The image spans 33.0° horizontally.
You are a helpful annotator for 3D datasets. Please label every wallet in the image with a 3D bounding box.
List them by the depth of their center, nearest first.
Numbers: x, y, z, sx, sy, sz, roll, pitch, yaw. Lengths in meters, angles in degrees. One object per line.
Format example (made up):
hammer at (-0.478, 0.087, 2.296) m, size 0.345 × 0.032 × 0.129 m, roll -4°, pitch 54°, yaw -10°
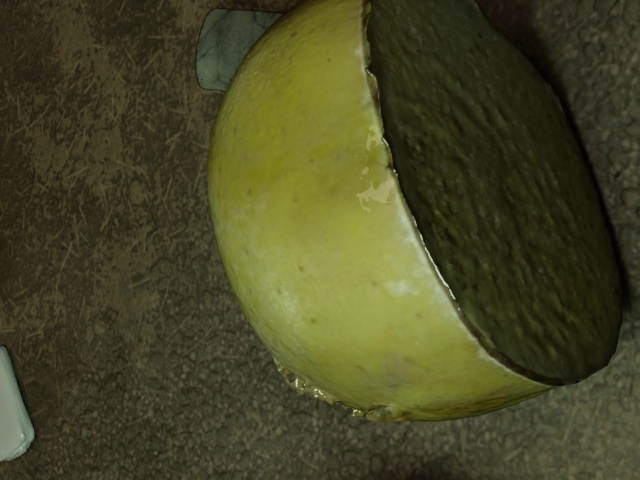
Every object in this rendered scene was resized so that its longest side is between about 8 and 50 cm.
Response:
wallet at (-0.525, 0.269, 1.777) m, size 0.095 × 0.033 × 0.190 m, roll -43°, pitch 62°, yaw 30°

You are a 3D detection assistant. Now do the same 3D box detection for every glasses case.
glasses case at (-0.039, -0.237, 1.399) m, size 0.299 × 0.060 × 0.114 m, roll 12°, pitch 95°, yaw 39°

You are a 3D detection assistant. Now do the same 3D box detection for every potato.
potato at (0.063, -0.028, 1.090) m, size 0.319 × 0.385 × 0.442 m, roll -22°, pitch 82°, yaw 35°
